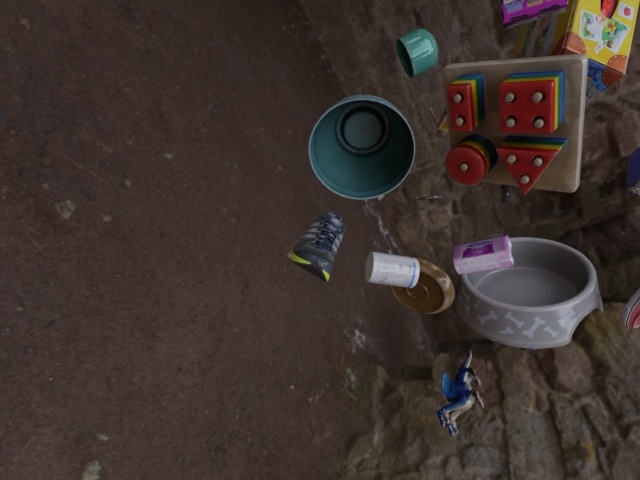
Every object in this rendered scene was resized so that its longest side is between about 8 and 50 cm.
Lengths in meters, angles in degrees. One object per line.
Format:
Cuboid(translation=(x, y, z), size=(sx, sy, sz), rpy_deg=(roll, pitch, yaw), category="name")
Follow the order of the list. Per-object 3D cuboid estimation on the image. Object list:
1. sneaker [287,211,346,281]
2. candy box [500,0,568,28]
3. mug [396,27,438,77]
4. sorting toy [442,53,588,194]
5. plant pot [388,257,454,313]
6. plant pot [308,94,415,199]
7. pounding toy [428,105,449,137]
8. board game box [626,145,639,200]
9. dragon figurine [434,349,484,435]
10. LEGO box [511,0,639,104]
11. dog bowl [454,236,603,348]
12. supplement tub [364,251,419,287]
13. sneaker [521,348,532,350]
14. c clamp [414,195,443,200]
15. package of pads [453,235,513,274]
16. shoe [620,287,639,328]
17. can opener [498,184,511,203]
Cuboid(translation=(0.000, 0.000, 0.992), size=(0.111, 0.121, 0.300), rpy_deg=(30, 14, -8), category="sneaker")
Cuboid(translation=(0.565, -0.719, 1.130), size=(0.071, 0.159, 0.234), rpy_deg=(-21, 104, -61), category="candy box")
Cuboid(translation=(0.305, -0.601, 1.327), size=(0.130, 0.097, 0.158), rpy_deg=(59, 9, -46), category="mug")
Cuboid(translation=(0.356, -0.208, 0.821), size=(0.089, 0.256, 0.256), rpy_deg=(-41, 128, -31), category="sorting toy")
Cuboid(translation=(0.324, 0.160, 1.397), size=(0.032, 0.236, 0.237), rpy_deg=(-50, 120, -41), category="plant pot")
Cuboid(translation=(0.122, -0.295, 1.230), size=(0.293, 0.292, 0.196), rpy_deg=(59, 23, -27), category="plant pot")
Cuboid(translation=(0.494, -0.451, 1.602), size=(0.206, 0.180, 0.094), rpy_deg=(109, 1, -59), category="pounding toy")
Cuboid(translation=(0.942, -0.131, 1.041), size=(0.291, 0.141, 0.232), rpy_deg=(39, 47, 7), category="board game box")
Cuboid(translation=(0.442, 0.477, 1.370), size=(0.085, 0.143, 0.290), rpy_deg=(52, 32, -36), category="dragon figurine")
Cuboid(translation=(0.805, -0.659, 1.376), size=(0.372, 0.192, 0.501), rpy_deg=(119, -7, -74), category="LEGO box")
Cuboid(translation=(0.517, 0.112, 1.069), size=(0.349, 0.347, 0.102), rpy_deg=(-71, 150, -56), category="dog bowl")
Cuboid(translation=(0.159, 0.065, 0.935), size=(0.071, 0.107, 0.071), rpy_deg=(-171, -90, -82), category="supplement tub")
Cuboid(translation=(0.774, 0.331, 1.588), size=(0.067, 0.078, 0.189), rpy_deg=(-157, -124, -76), category="sneaker")
Cuboid(translation=(0.509, -0.204, 2.007), size=(0.160, 0.137, 0.022), rpy_deg=(-176, -99, -68), category="c clamp")
Cuboid(translation=(0.245, 0.023, 0.634), size=(0.032, 0.083, 0.050), rpy_deg=(66, 29, -21), category="package of pads")
Cuboid(translation=(0.702, 0.129, 0.863), size=(0.063, 0.178, 0.081), rpy_deg=(3, 30, -24), category="shoe")
Cuboid(translation=(0.676, -0.179, 1.523), size=(0.186, 0.073, 0.059), rpy_deg=(57, 47, -64), category="can opener")
